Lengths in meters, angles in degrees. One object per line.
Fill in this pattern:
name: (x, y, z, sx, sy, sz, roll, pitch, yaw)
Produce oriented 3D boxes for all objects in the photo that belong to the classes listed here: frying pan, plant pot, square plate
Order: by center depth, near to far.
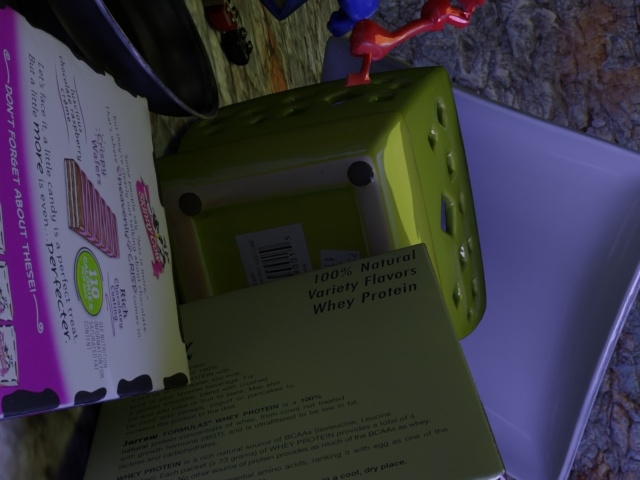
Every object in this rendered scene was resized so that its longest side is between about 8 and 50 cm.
frying pan: (-0.150, -0.215, 0.553, 0.326, 0.053, 0.197, 65, 11, 12)
plant pot: (0.000, 0.000, 0.694, 0.207, 0.227, 0.228, -51, 131, -68)
square plate: (0.123, 0.019, 0.822, 0.049, 0.347, 0.344, -25, 135, -44)

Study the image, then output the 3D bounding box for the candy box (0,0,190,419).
candy box: (-0.134, -0.007, 0.354, 0.233, 0.071, 0.159, 28, 51, -76)

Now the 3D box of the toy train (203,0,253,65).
toy train: (-0.104, -0.236, 0.906, 0.158, 0.027, 0.036, 64, 29, -58)

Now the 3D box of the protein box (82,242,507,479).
protein box: (-0.008, 0.128, 0.487, 0.201, 0.200, 0.136, -98, 173, -61)

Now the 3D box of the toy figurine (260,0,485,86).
toy figurine: (-0.065, -0.242, 0.622, 0.362, 0.191, 0.217, 44, -20, -5)
